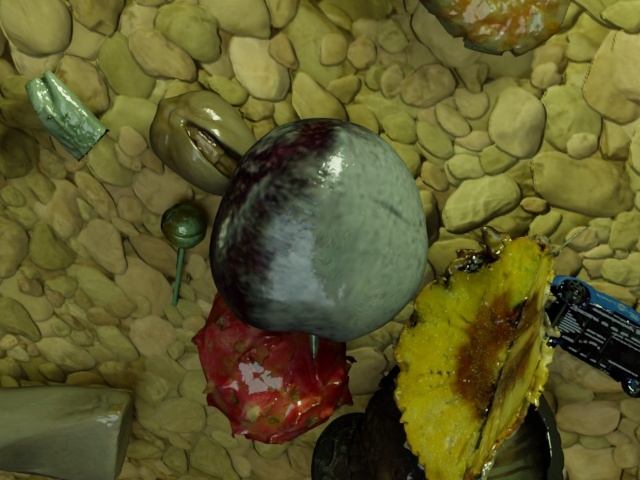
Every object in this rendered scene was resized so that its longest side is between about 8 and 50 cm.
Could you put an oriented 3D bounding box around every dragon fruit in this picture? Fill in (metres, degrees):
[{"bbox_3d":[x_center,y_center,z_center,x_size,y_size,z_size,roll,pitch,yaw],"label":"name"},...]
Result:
[{"bbox_3d":[-0.065,0.132,1.415,0.210,0.205,0.268,-2,91,40],"label":"dragon fruit"}]

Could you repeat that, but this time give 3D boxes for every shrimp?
[{"bbox_3d":[0.130,-0.306,1.091,0.294,0.062,0.154,37,117,-14],"label":"shrimp"}]

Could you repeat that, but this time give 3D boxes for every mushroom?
[{"bbox_3d":[-0.457,0.298,1.721,0.407,0.137,0.154,-1,138,23],"label":"mushroom"}]

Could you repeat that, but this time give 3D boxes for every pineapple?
[{"bbox_3d":[0.181,0.123,1.271,0.161,0.158,0.335,15,92,39],"label":"pineapple"}]

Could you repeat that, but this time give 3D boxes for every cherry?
[{"bbox_3d":[0.000,0.000,1.261,0.255,0.218,0.296,4,116,-9],"label":"cherry"}]

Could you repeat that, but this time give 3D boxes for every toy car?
[{"bbox_3d":[0.348,0.110,1.335,0.216,0.063,0.103,29,130,9],"label":"toy car"}]

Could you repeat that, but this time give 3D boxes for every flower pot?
[{"bbox_3d":[0.137,0.287,1.437,0.266,0.266,0.267,41,140,-14],"label":"flower pot"}]

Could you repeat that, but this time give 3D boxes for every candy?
[{"bbox_3d":[-0.191,0.026,1.476,0.061,0.061,0.202,20,139,3],"label":"candy"}]

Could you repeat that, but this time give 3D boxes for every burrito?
[{"bbox_3d":[-0.325,-0.158,1.375,0.074,0.044,0.118,-24,119,37],"label":"burrito"}]

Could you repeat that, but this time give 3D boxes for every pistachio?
[{"bbox_3d":[-0.135,-0.113,1.306,0.113,0.113,0.149,-22,124,32],"label":"pistachio"}]
